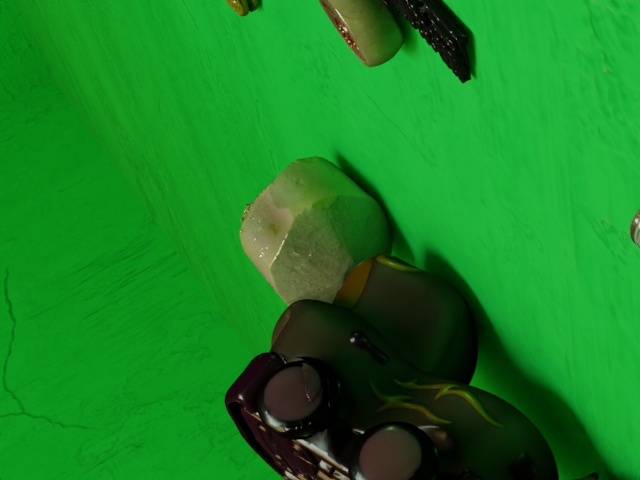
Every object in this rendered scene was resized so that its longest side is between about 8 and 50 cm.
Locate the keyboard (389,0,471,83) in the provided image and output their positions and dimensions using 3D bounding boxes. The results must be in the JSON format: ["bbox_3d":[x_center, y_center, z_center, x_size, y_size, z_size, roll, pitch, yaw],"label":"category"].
[{"bbox_3d":[0.053,-0.194,1.170,0.195,0.018,0.060,53,172,32],"label":"keyboard"}]

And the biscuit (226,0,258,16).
[{"bbox_3d":[-0.092,-0.269,1.600,0.084,0.023,0.084,56,169,17],"label":"biscuit"}]

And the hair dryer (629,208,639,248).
[{"bbox_3d":[0.226,-0.013,0.827,0.155,0.044,0.183,48,162,37],"label":"hair dryer"}]

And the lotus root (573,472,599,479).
[{"bbox_3d":[0.235,0.321,1.311,0.180,0.188,0.199,36,-170,29],"label":"lotus root"}]

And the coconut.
[{"bbox_3d":[0.000,0.000,1.620,0.152,0.147,0.147,50,167,50],"label":"coconut"}]

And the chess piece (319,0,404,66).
[{"bbox_3d":[0.031,-0.177,1.232,0.083,0.038,0.083,52,178,3],"label":"chess piece"}]

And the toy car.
[{"bbox_3d":[0.090,0.169,1.476,0.341,0.240,0.271,30,160,28],"label":"toy car"}]
